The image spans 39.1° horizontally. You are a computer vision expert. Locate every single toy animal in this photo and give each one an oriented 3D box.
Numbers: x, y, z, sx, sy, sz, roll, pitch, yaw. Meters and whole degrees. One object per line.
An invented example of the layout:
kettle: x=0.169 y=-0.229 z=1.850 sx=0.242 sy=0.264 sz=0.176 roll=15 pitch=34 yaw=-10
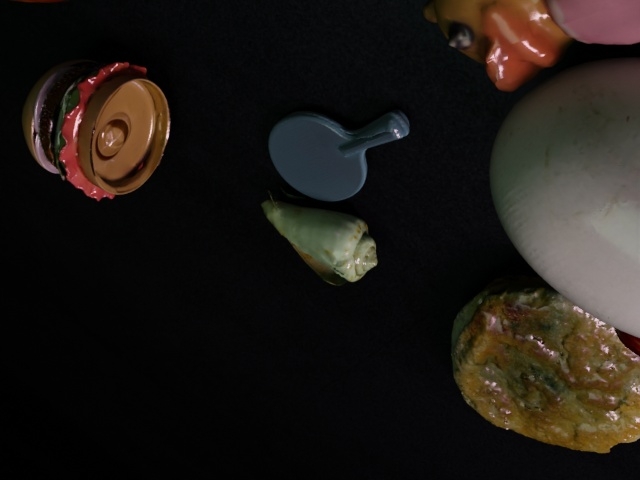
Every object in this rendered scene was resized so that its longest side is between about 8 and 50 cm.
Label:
toy animal: x=0.197 y=-0.219 z=0.712 sx=0.281 sy=0.169 sz=0.195 roll=-18 pitch=150 yaw=40

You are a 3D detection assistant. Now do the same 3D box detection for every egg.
egg: x=0.322 y=-0.018 z=0.766 sx=0.371 sy=0.230 sz=0.230 roll=25 pitch=138 yaw=2

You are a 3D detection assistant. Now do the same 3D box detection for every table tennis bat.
table tennis bat: x=0.021 y=-0.103 z=1.026 sx=0.201 sy=0.033 sz=0.124 roll=-18 pitch=119 yaw=45

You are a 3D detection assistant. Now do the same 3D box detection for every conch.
conch: x=0.000 y=0.000 z=1.110 sx=0.170 sy=0.079 sz=0.105 roll=29 pitch=143 yaw=27

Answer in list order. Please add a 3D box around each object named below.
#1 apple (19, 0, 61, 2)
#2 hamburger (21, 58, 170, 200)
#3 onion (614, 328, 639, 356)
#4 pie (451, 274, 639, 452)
apple: x=-0.272 y=-0.350 z=0.808 sx=0.302 sy=0.301 sz=0.301 roll=18 pitch=136 yaw=18
hamburger: x=-0.277 y=-0.144 z=1.083 sx=0.137 sy=0.175 sz=0.175 roll=23 pitch=137 yaw=22
onion: x=0.350 y=0.071 z=0.911 sx=0.119 sy=0.117 sz=0.118 roll=28 pitch=135 yaw=32
pie: x=0.282 y=0.152 z=1.061 sx=0.277 sy=0.078 sz=0.277 roll=18 pitch=137 yaw=18
